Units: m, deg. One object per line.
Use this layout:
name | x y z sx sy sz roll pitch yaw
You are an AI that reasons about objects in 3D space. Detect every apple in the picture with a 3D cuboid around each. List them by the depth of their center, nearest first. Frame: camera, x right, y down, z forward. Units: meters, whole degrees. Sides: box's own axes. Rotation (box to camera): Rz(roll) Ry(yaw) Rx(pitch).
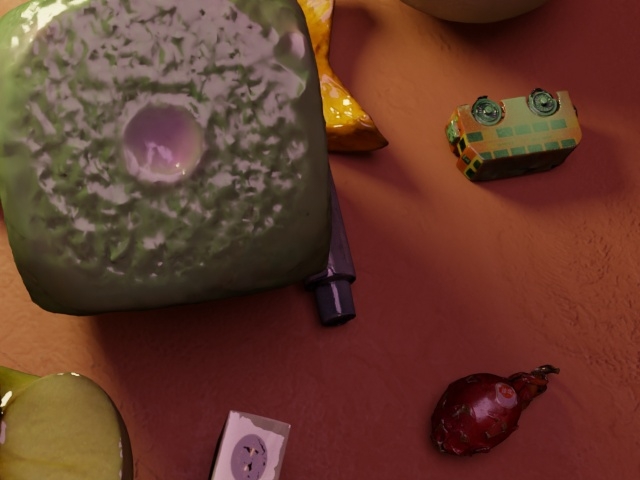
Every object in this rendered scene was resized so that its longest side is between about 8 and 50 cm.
apple | -0.342 0.249 1.009 0.295 0.233 0.257 12 79 -15

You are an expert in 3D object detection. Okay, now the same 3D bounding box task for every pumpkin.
pumpkin | -0.064 -0.239 1.334 0.258 0.095 0.290 -5 71 -15

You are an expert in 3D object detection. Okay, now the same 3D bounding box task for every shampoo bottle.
shampoo bottle | 0.000 0.000 1.257 0.072 0.072 0.214 -8 68 -12

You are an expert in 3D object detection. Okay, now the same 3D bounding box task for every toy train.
toy train | 0.263 -0.143 1.356 0.188 0.072 0.099 -9 68 -12

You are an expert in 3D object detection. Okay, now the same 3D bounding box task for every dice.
dice | -0.166 -0.099 1.092 0.322 0.330 0.318 -8 94 -5

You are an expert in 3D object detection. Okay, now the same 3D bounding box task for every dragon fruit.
dragon fruit | 0.211 0.186 1.202 0.190 0.094 0.094 -29 74 -24

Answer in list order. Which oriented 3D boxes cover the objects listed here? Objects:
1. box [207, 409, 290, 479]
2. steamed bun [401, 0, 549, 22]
box | -0.101 0.321 1.050 0.069 0.164 0.256 15 66 -4
steamed bun | 0.197 -0.459 1.387 0.375 0.241 0.374 4 70 -11
